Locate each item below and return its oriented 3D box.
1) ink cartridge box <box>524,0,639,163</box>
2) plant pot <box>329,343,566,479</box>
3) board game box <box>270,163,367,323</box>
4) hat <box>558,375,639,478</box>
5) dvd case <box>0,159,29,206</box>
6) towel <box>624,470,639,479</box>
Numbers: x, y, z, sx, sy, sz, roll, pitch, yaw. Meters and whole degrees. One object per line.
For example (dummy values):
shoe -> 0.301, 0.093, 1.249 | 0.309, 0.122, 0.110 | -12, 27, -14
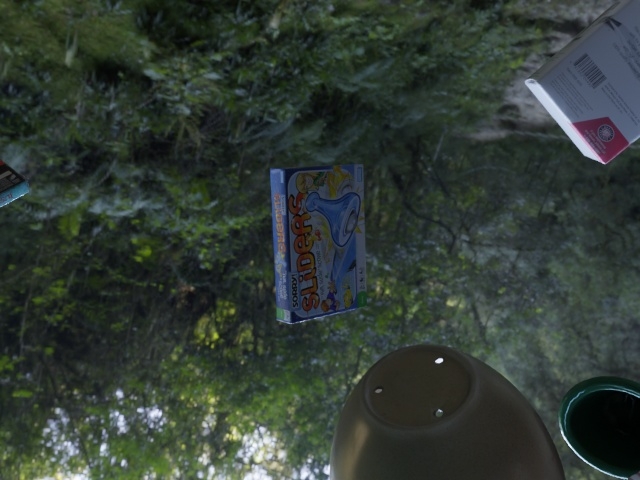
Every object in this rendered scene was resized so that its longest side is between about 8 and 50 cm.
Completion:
ink cartridge box -> 0.429, -0.241, 0.938 | 0.158, 0.218, 0.092 | 48, -167, -8
plant pot -> 0.130, 0.234, 0.771 | 0.284, 0.190, 0.284 | -13, -148, 9
board game box -> 0.000, 0.000, 0.892 | 0.136, 0.201, 0.035 | -9, -170, -38
hat -> 0.517, 0.276, 1.103 | 0.208, 0.173, 0.183 | 38, -148, 14
dvd case -> -0.264, -0.044, 0.435 | 0.119, 0.013, 0.087 | 34, -128, 21
towel -> 0.337, 0.216, 0.582 | 0.197, 0.029, 0.144 | -15, 176, -31
